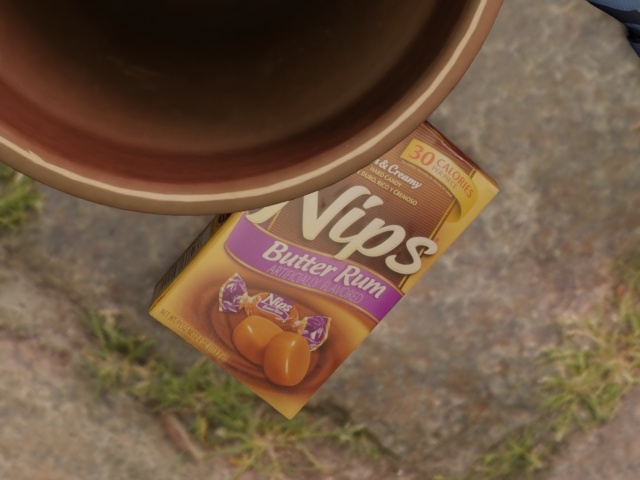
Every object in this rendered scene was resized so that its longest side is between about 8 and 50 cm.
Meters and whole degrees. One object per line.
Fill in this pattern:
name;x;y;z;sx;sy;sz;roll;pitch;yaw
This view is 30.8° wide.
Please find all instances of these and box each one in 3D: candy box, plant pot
candy box;0.000;0.000;0.680;0.109;0.053;0.186;39;99;-14
plant pot;-0.061;-0.165;0.531;0.263;0.229;0.263;-2;108;-5

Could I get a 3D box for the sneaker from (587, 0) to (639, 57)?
sneaker;0.206;-0.108;0.663;0.144;0.053;0.059;26;106;-11
